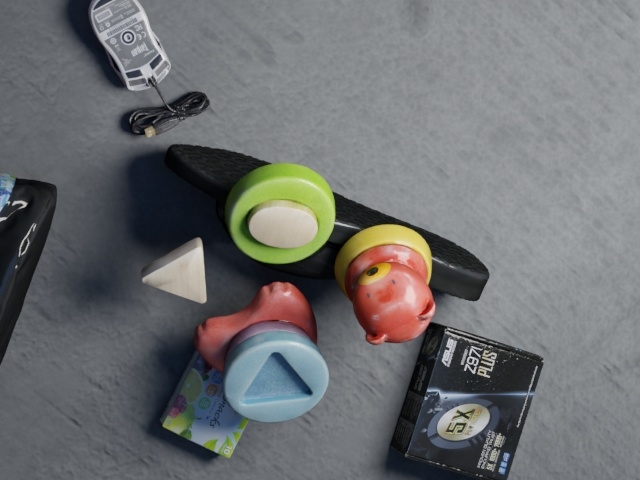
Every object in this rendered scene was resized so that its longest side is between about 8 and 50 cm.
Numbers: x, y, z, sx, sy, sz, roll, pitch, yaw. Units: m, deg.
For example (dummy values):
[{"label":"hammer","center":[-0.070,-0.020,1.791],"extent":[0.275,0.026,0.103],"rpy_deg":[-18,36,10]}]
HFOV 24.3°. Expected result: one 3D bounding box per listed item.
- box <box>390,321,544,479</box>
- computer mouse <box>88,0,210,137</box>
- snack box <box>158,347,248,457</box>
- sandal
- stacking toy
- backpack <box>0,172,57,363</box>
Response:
[{"label":"box","center":[0.194,0.215,1.977],"extent":[0.147,0.077,0.180],"rpy_deg":[19,89,-13]},{"label":"computer mouse","center":[-0.226,-0.229,1.870],"extent":[0.106,0.042,0.193],"rpy_deg":[-28,105,-6]},{"label":"snack box","center":[-0.131,0.194,1.916],"extent":[0.100,0.037,0.141],"rpy_deg":[28,86,-15]},{"label":"sandal","center":[0.002,0.001,1.882],"extent":[0.446,0.167,0.107],"rpy_deg":[23,105,-14]},{"label":"stacking toy","center":[-0.037,0.076,1.766],"extent":[0.309,0.130,0.279],"rpy_deg":[-38,123,17]},{"label":"backpack","center":[-0.524,0.013,1.721],"extent":[0.356,0.273,0.290],"rpy_deg":[22,94,-2]}]
